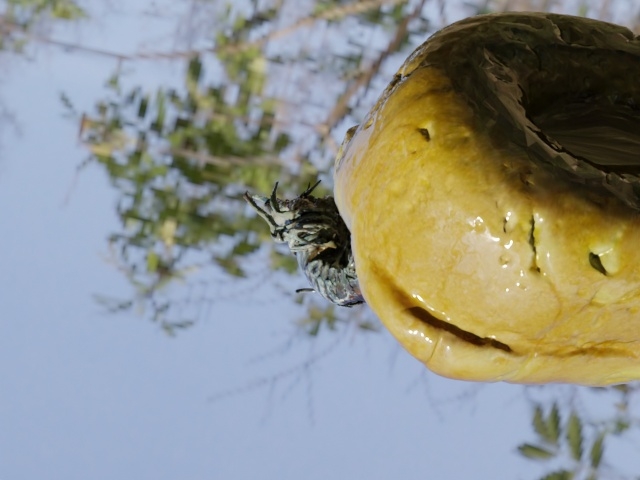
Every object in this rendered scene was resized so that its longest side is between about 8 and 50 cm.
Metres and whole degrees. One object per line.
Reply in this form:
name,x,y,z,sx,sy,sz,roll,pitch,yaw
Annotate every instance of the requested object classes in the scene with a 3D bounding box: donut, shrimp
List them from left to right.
shrimp,-0.001,0.005,1.126,0.082,0.076,0.174,20,-173,-23
donut,0.136,-0.025,0.908,0.261,0.128,0.208,2,-133,-24
